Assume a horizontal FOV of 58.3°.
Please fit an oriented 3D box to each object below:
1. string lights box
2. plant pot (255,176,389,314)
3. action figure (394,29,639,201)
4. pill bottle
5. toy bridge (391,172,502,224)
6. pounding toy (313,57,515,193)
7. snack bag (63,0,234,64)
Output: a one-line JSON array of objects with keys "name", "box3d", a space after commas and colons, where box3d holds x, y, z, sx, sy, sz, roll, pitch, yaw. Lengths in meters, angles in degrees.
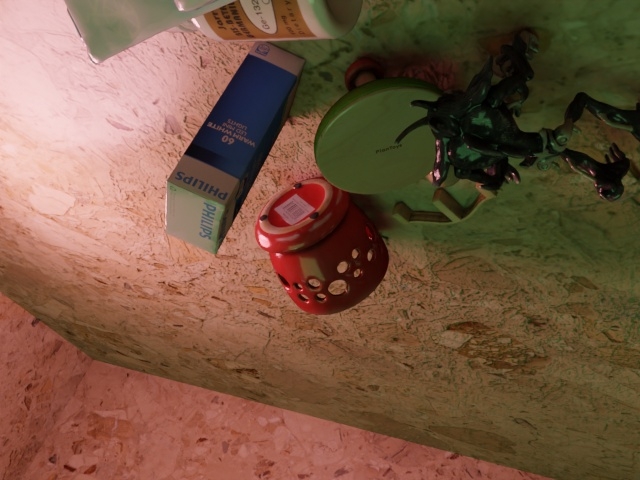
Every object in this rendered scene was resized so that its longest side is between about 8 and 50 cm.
[{"name": "string lights box", "box3d": [-0.110, -0.125, 0.758, 0.077, 0.259, 0.133, 25, 149, -2]}, {"name": "plant pot", "box3d": [0.000, 0.000, 0.963, 0.191, 0.191, 0.174, 0, 134, 35]}, {"name": "action figure", "box3d": [0.216, -0.126, 0.627, 0.276, 0.141, 0.164, 10, 130, -8]}, {"name": "pill bottle", "box3d": [-0.079, -0.282, 0.616, 0.229, 0.131, 0.131, 7, 146, 25]}, {"name": "toy bridge", "box3d": [0.200, -0.053, 0.893, 0.063, 0.026, 0.188, 37, 147, -27]}, {"name": "pounding toy", "box3d": [0.099, -0.159, 0.749, 0.237, 0.110, 0.183, 1, 144, -20]}, {"name": "snack bag", "box3d": [-0.186, -0.354, 0.511, 0.342, 0.037, 0.323, -7, 119, 33]}]
